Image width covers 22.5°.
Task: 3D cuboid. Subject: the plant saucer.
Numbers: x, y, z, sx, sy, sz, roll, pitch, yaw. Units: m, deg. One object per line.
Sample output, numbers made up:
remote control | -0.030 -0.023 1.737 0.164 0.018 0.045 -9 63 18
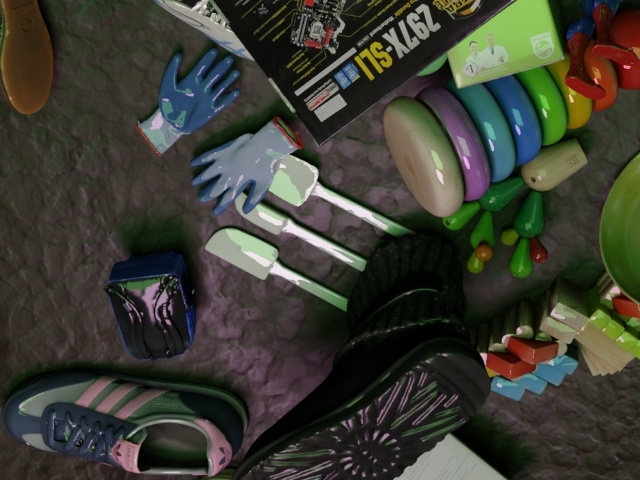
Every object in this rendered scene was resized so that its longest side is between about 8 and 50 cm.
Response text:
plant saucer | 0.429 -0.021 1.790 0.241 0.241 0.037 -31 141 18

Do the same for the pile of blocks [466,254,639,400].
pile of blocks | 0.284 0.127 1.905 0.362 0.112 0.149 -26 106 17

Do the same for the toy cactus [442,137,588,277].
toy cactus | 0.219 -0.065 1.852 0.180 0.112 0.219 -27 96 6

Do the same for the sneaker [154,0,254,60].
sneaker | -0.128 -0.272 1.815 0.237 0.086 0.085 34 110 -8

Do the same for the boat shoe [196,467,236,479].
boat shoe | -0.006 0.380 2.045 0.341 0.110 0.121 7 112 5

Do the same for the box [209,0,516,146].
box | 0.033 -0.277 1.604 0.257 0.079 0.322 51 135 -3

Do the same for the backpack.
backpack | -0.196 0.079 1.955 0.098 0.101 0.120 -6 115 12

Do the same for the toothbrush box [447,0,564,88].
toothbrush box | 0.164 -0.330 1.686 0.122 0.206 0.283 -16 108 14

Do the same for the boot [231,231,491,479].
boot | 0.039 0.162 1.861 0.348 0.260 0.131 -33 121 12

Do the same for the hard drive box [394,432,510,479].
hard drive box | 0.104 0.312 1.970 0.232 0.089 0.181 40 75 -9

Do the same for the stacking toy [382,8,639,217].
stacking toy | 0.241 -0.152 1.752 0.330 0.141 0.141 -26 108 -11

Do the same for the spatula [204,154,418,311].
spatula | 0.000 0.000 1.942 0.242 0.019 0.168 27 112 -4

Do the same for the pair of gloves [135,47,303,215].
pair of gloves | -0.124 -0.129 1.897 0.159 0.023 0.198 -39 93 25

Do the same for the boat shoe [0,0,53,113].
boat shoe | -0.362 -0.252 1.868 0.073 0.073 0.207 15 115 43

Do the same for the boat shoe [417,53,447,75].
boat shoe | 0.010 -0.277 1.785 0.301 0.102 0.108 29 88 1

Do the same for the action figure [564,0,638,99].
action figure | 0.327 -0.262 1.679 0.139 0.280 0.091 20 142 -18

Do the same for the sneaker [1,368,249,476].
sneaker | -0.256 0.236 2.010 0.319 0.131 0.112 0 112 8
